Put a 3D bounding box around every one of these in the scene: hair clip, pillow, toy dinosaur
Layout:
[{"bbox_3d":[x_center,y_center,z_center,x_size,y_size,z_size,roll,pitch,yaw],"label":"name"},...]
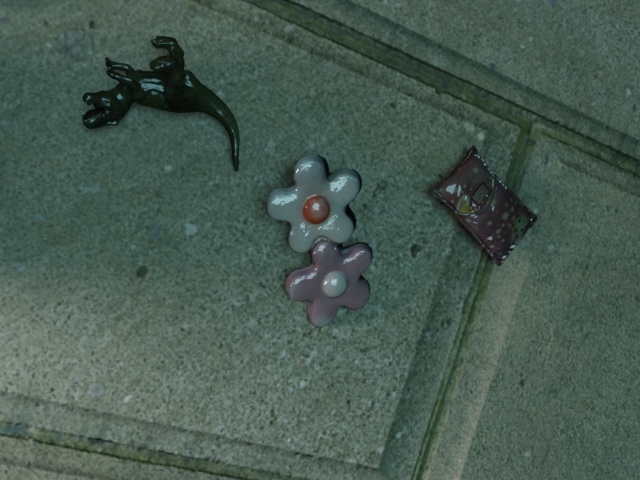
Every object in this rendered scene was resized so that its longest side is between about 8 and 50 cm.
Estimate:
[{"bbox_3d":[0.003,0.002,0.829,0.146,0.075,0.257,-18,104,-20],"label":"hair clip"},{"bbox_3d":[0.262,-0.055,0.916,0.185,0.043,0.118,46,75,-19],"label":"pillow"},{"bbox_3d":[-0.211,-0.172,0.772,0.187,0.087,0.179,-11,135,-1],"label":"toy dinosaur"}]
